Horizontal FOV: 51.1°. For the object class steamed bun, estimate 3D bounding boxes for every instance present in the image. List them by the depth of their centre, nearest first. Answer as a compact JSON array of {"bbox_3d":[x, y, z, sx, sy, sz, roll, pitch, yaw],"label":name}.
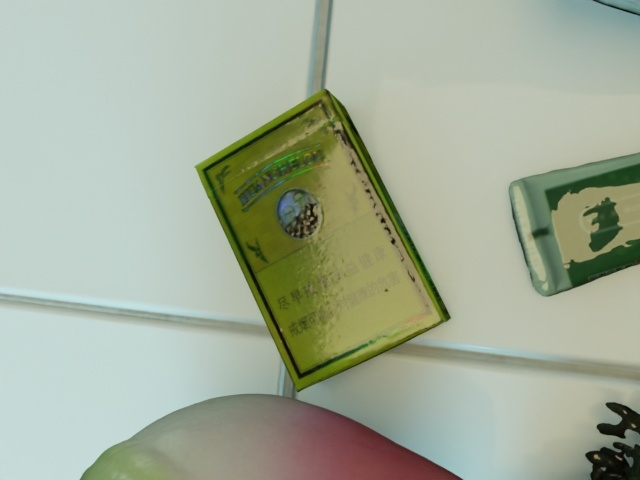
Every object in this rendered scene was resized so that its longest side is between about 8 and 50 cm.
[{"bbox_3d":[-0.019,0.234,0.453,0.309,0.309,0.310,-1,86,15],"label":"steamed bun"}]

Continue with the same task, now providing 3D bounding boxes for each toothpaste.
[{"bbox_3d":[0.344,-0.052,0.495,0.391,0.061,0.099,-16,83,17],"label":"toothpaste"}]

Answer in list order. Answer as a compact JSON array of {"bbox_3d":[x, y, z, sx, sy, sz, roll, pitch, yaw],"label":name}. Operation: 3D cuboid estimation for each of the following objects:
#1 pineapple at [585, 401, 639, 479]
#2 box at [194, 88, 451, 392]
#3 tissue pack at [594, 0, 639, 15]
[{"bbox_3d":[0.232,0.215,0.473,0.157,0.158,0.279,38,85,14],"label":"pineapple"},{"bbox_3d":[0.000,0.000,0.583,0.140,0.064,0.220,-27,79,13],"label":"box"},{"bbox_3d":[0.303,-0.313,0.469,0.244,0.123,0.333,11,92,-12],"label":"tissue pack"}]
